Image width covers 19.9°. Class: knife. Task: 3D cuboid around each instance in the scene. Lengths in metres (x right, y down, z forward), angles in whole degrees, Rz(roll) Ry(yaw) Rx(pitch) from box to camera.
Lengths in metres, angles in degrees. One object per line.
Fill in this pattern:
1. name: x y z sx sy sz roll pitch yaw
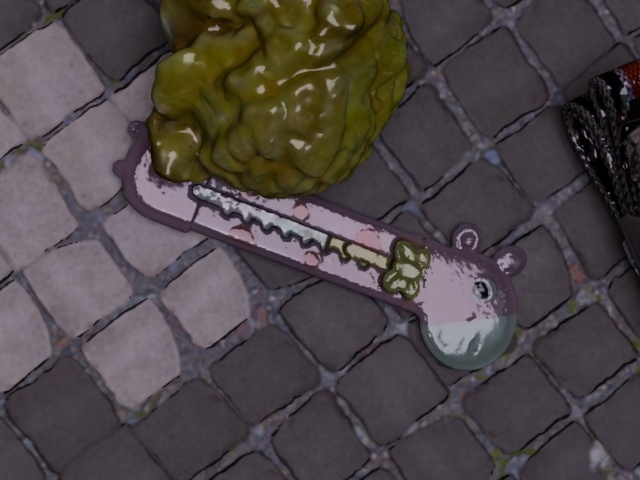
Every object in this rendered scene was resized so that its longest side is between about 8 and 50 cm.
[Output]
1. knife: 0.000 0.000 1.660 0.398 0.038 0.132 21 84 -6

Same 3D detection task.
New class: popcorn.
1. popcorn: -0.046 -0.148 1.576 0.251 0.206 0.237 -24 94 3

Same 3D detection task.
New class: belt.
1. belt: 0.329 0.009 1.667 0.094 0.126 0.360 -22 98 -16
